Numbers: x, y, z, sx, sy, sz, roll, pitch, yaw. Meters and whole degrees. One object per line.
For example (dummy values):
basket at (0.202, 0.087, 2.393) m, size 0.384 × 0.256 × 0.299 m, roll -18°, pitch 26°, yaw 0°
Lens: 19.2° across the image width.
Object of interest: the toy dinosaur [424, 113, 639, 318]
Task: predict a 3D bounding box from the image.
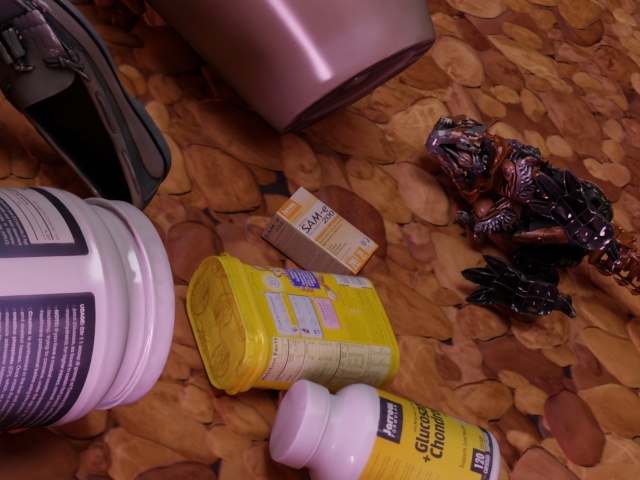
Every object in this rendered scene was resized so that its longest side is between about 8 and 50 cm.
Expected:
toy dinosaur at (0.252, -0.025, 1.983) m, size 0.322 × 0.164 × 0.218 m, roll 16°, pitch 19°, yaw 9°

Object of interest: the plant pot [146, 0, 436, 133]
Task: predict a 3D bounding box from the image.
plant pot at (-0.030, -0.275, 1.935) m, size 0.323 × 0.323 × 0.280 m, roll -27°, pitch 84°, yaw -49°

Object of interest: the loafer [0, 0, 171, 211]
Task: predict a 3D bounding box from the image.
loafer at (-0.229, -0.131, 1.699) m, size 0.267 × 0.096 × 0.084 m, roll 50°, pitch 32°, yaw -27°

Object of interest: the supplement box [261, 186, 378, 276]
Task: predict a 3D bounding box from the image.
supplement box at (0.000, 0.000, 1.844) m, size 0.098 × 0.036 × 0.062 m, roll 37°, pitch 37°, yaw 3°

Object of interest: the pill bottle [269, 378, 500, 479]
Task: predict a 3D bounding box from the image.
pill bottle at (0.054, 0.184, 1.632) m, size 0.184 × 0.103 × 0.103 m, roll 21°, pitch 39°, yaw -18°

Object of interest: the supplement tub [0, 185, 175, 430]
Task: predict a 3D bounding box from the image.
supplement tub at (-0.270, 0.053, 1.453) m, size 0.272 × 0.191 × 0.191 m, roll -1°, pitch 50°, yaw -38°

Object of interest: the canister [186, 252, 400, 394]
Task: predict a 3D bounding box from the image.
canister at (-0.023, 0.081, 1.711) m, size 0.170 × 0.073 × 0.126 m, roll 7°, pitch 45°, yaw -34°
